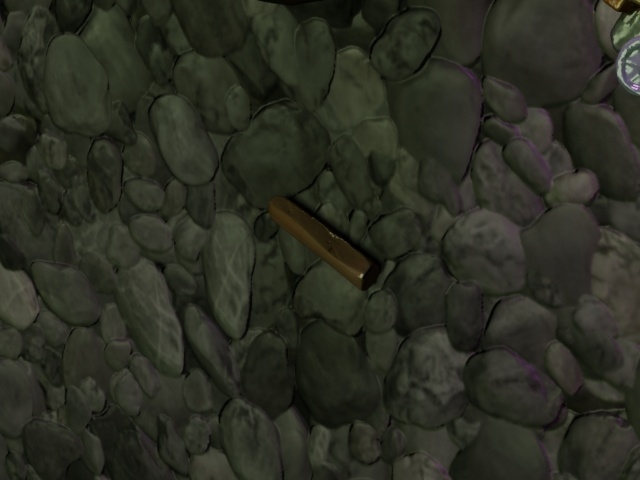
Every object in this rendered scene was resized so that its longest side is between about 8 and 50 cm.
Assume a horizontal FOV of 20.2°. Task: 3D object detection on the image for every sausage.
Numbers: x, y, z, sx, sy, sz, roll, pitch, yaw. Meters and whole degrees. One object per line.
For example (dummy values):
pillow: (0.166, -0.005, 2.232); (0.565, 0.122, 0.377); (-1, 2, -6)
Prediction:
sausage: (0.000, 0.000, 1.449); (0.116, 0.026, 0.026); (37, 124, 29)

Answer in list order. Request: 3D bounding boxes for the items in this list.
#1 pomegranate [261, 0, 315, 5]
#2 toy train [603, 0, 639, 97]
pomegranate: (-0.018, -0.284, 1.271); (0.202, 0.202, 0.248); (41, 135, 26)
toy train: (0.271, -0.122, 1.135); (0.219, 0.089, 0.127); (44, 116, 25)
